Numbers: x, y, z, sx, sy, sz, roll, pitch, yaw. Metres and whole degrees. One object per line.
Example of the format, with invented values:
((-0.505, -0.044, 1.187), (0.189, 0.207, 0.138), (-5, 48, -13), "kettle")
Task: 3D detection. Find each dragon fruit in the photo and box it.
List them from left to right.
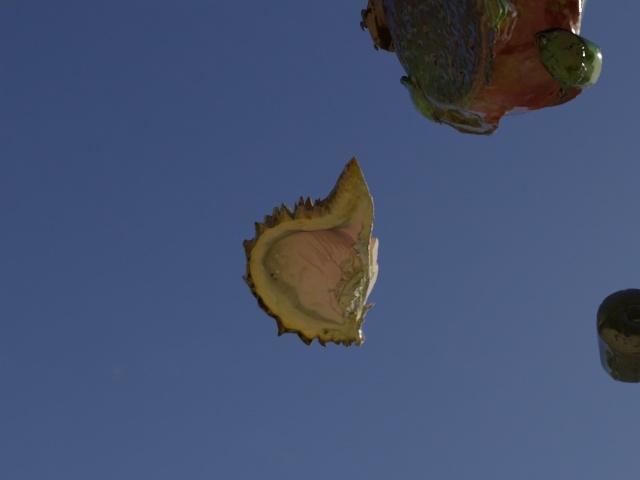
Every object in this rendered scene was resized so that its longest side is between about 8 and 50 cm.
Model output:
((0.141, -0.226, 1.471), (0.130, 0.268, 0.295), (-16, -25, -18), "dragon fruit")

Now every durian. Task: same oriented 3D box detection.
((0.010, -0.003, 1.487), (0.140, 0.078, 0.224), (29, -49, 7), "durian")

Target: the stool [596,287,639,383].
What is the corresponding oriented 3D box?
((0.388, 0.121, 2.018), (0.096, 0.096, 0.110), (5, -37, 10), "stool")
